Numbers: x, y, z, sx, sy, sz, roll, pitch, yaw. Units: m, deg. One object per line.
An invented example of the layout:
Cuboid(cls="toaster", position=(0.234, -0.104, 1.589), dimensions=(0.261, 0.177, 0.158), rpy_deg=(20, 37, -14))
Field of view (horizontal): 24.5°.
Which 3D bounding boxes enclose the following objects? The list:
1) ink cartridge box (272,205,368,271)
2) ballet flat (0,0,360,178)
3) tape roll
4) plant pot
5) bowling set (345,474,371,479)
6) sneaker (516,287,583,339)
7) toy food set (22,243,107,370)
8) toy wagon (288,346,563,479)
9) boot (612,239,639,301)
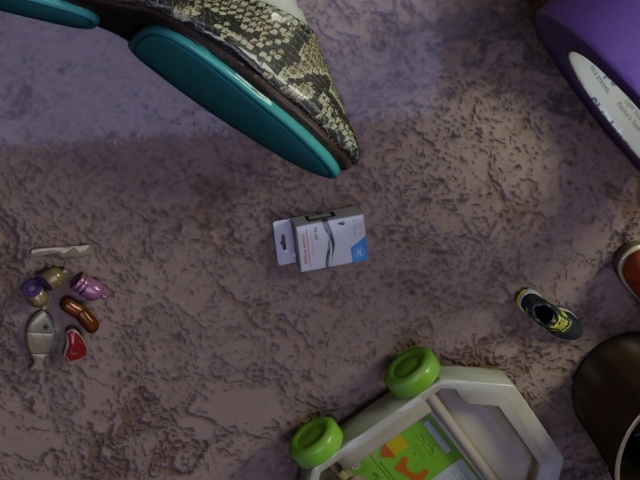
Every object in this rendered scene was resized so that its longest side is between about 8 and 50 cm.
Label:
Cuboid(cls="ink cartridge box", position=(0.000, 0.000, 1.398), dimensions=(0.083, 0.028, 0.048), rpy_deg=(-11, 112, -9))
Cuboid(cls="ballet flat", position=(-0.150, -0.222, 1.224), dimensions=(0.483, 0.164, 0.182), rpy_deg=(24, 83, -19))
Cuboid(cls="tape roll", position=(0.308, -0.122, 1.293), dimensions=(0.090, 0.275, 0.275), rpy_deg=(-39, 114, 2))
Cuboid(cls="plant pot", position=(0.339, 0.178, 1.473), dimensions=(0.167, 0.165, 0.167), rpy_deg=(-5, 112, -12))
Cuboid(cls="bowling set", position=(0.105, 0.369, 1.403), dimensions=(0.287, 0.200, 0.154), rpy_deg=(29, 103, -17))
Cuboid(cls="sneaker", position=(0.232, 0.080, 1.481), dimensions=(0.083, 0.035, 0.031), rpy_deg=(30, 102, -22))
Cuboid(cls="toy food set", position=(-0.237, 0.065, 1.370), dimensions=(0.078, 0.019, 0.122), rpy_deg=(-5, 111, -12))
Cuboid(cls="toy wagon", position=(0.075, 0.274, 1.499), dimensions=(0.344, 0.068, 0.267), rpy_deg=(-35, 114, 2))
Cuboid(cls="boot", position=(0.364, 0.071, 1.485), dimensions=(0.158, 0.084, 0.059), rpy_deg=(40, 95, -25))
